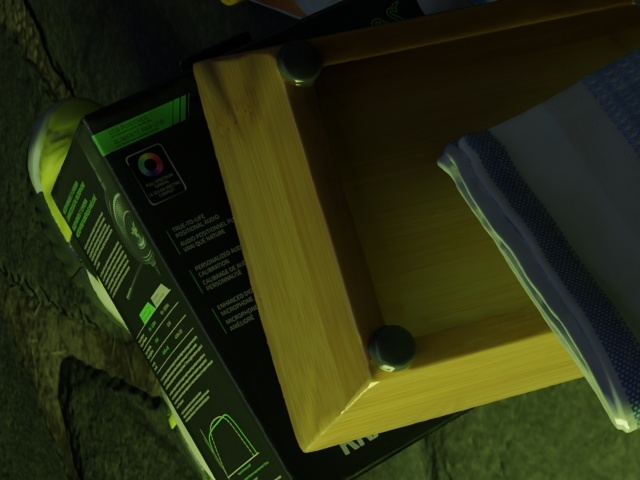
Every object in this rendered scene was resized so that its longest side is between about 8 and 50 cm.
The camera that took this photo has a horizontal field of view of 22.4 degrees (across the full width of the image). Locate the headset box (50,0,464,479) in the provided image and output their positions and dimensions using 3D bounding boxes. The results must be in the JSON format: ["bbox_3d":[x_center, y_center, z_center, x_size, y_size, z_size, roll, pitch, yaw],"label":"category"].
[{"bbox_3d":[0.000,0.000,1.026,0.283,0.246,0.131,60,155,9],"label":"headset box"}]

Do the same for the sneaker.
[{"bbox_3d":[-0.101,0.021,1.307,0.384,0.145,0.147,52,144,17],"label":"sneaker"}]

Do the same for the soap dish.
[{"bbox_3d":[0.099,-0.030,0.911,0.118,0.291,0.229,136,120,-72],"label":"soap dish"}]

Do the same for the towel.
[{"bbox_3d":[0.217,-0.043,0.763,0.034,0.285,0.209,63,180,-44],"label":"towel"}]

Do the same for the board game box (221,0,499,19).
[{"bbox_3d":[0.001,-0.297,1.079,0.390,0.050,0.390,29,139,46],"label":"board game box"}]
